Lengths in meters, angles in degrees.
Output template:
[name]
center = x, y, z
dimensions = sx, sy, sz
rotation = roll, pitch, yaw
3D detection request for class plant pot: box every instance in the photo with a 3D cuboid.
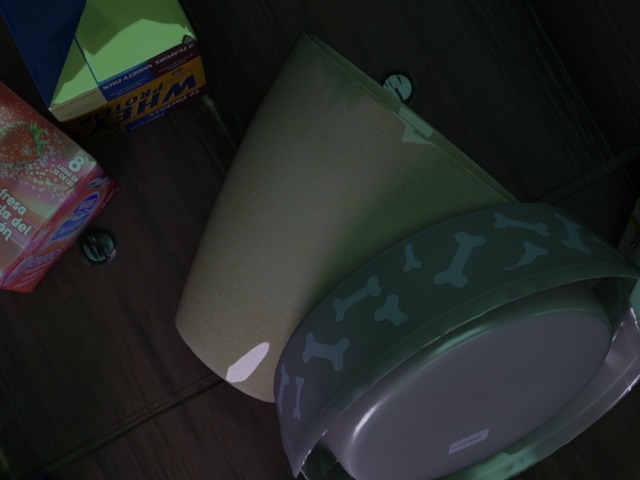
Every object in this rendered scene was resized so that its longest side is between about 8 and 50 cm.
[plant pot]
center = 0.000, 0.000, 0.970
dimensions = 0.256, 0.256, 0.274
rotation = 40, 100, 1

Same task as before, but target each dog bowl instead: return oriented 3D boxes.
[dog bowl]
center = 0.118, 0.107, 0.915
dimensions = 0.348, 0.349, 0.102
rotation = -25, 57, -5

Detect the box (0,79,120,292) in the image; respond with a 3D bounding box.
[box]
center = -0.346, -0.099, 0.987
dimensions = 0.300, 0.154, 0.142
rotation = 39, 84, 2

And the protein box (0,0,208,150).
[protein box]
center = -0.207, -0.211, 0.977
dimensions = 0.135, 0.201, 0.200
rotation = -26, 87, -5

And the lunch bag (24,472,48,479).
[lunch bag]
center = -0.285, 0.260, 1.003
dimensions = 0.098, 0.067, 0.065
rotation = -31, 87, -4

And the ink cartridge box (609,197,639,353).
[ink cartridge box]
center = 0.386, -0.001, 0.992
dimensions = 0.188, 0.097, 0.255
rotation = 17, 114, -2
